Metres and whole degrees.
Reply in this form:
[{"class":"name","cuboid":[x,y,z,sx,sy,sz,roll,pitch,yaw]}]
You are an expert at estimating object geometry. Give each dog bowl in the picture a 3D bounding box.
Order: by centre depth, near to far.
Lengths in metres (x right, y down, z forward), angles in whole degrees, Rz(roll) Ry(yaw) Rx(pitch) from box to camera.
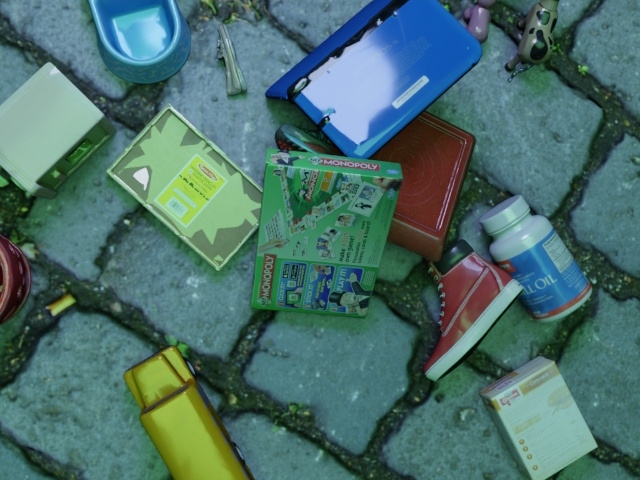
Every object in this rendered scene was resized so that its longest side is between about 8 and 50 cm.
[{"class":"dog bowl","cuboid":[-0.333,-0.427,1.204,0.166,0.074,0.297,-18,91,-8]}]

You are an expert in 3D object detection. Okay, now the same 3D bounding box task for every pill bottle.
[{"class":"pill bottle","cuboid":[0.392,0.031,1.279,0.124,0.124,0.221,-35,93,-7]}]

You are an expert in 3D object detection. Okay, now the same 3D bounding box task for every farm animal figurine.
[{"class":"farm animal figurine","cuboid":[0.373,-0.513,1.259,0.327,0.172,0.330,-43,95,-7]}]

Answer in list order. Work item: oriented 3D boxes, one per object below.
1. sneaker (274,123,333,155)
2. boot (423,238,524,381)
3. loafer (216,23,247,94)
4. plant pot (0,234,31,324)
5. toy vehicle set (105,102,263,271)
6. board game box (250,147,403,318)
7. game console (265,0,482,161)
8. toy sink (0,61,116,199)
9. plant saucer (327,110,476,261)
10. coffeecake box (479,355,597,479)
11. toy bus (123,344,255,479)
[{"class":"sneaker","cuboid":[0.045,-0.173,1.255,0.261,0.104,0.125,17,78,-16]},{"class":"boot","cuboid":[0.233,0.126,1.285,0.176,0.088,0.244,40,102,20]},{"class":"loafer","cuboid":[-0.168,-0.325,1.243,0.039,0.045,0.125,-19,95,-2]},{"class":"plant pot","cuboid":[-0.571,0.061,1.110,0.191,0.174,0.191,0,90,-8]},{"class":"toy vehicle set","cuboid":[-0.226,-0.093,1.233,0.267,0.035,0.166,43,84,-6]},{"class":"board game box","cuboid":[0.000,0.000,1.157,0.213,0.046,0.317,7,130,-5]},{"class":"game console","cuboid":[0.083,-0.287,1.189,0.293,0.173,0.250,-42,82,-6]},{"class":"toy sink","cuboid":[-0.470,-0.153,1.141,0.131,0.153,0.234,45,83,-6]},{"class":"plant saucer","cuboid":[0.144,-0.128,1.203,0.259,0.048,0.258,23,74,-14]},{"class":"coffeecake box","cuboid":[0.410,0.337,1.304,0.142,0.068,0.185,-28,93,-8]},{"class":"toy bus","cuboid":[-0.214,0.349,1.180,0.108,0.130,0.333,-30,93,-8]}]
